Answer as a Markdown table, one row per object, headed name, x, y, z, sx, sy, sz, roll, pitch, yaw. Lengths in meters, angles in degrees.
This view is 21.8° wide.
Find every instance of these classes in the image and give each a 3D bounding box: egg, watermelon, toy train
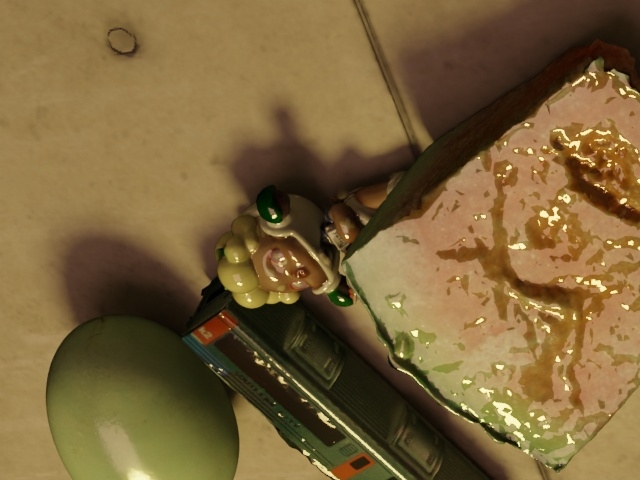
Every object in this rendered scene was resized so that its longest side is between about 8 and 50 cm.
| name | x | y | z | sx | sy | sz | roll | pitch | yaw |
| --- | --- | --- | --- | --- | --- | --- | --- | --- | --- |
| egg | -0.170 | 0.173 | 1.578 | 0.168 | 0.168 | 0.231 | -13 | 119 | 32 |
| watermelon | 0.199 | 0.004 | 1.308 | 0.264 | 0.151 | 0.302 | 42 | 115 | -10 |
| toy train | 0.047 | 0.183 | 1.549 | 0.409 | 0.086 | 0.089 | 43 | 130 | -15 |

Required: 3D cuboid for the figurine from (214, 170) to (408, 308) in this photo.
| name | x | y | z | sx | sy | sz | roll | pitch | yaw |
| --- | --- | --- | --- | --- | --- | --- | --- | --- | --- |
| figurine | -0.001 | 0.001 | 1.409 | 0.197 | 0.093 | 0.147 | -13 | 133 | 31 |
